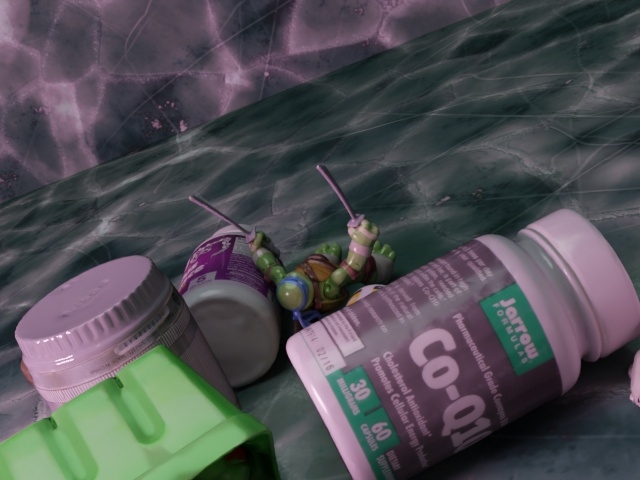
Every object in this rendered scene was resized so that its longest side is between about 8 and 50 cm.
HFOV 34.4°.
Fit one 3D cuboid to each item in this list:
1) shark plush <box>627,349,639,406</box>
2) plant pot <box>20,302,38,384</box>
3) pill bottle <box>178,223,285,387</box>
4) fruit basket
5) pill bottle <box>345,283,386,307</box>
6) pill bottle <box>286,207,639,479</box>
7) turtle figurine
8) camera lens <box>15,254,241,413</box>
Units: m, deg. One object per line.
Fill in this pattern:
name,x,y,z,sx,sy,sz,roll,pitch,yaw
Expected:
shark plush,0.363,0.148,1.083,0.067,0.073,0.161,12,27,11
plant pot,-0.462,0.155,1.916,0.237,0.110,0.237,-22,20,9
pill bottle,-0.139,0.087,1.624,0.169,0.169,0.301,-22,21,10
fruit basket,-0.185,0.339,1.071,0.392,0.283,0.392,-1,61,1
pill bottle,0.061,0.145,1.357,0.103,0.103,0.184,-14,24,27
pill bottle,0.160,0.118,1.166,0.361,0.204,0.204,-28,21,-5
turtle figurine,0.000,0.000,1.529,0.197,0.275,0.266,-36,-13,18
camera lens,-0.247,0.186,1.366,0.219,0.274,0.219,-22,21,9
